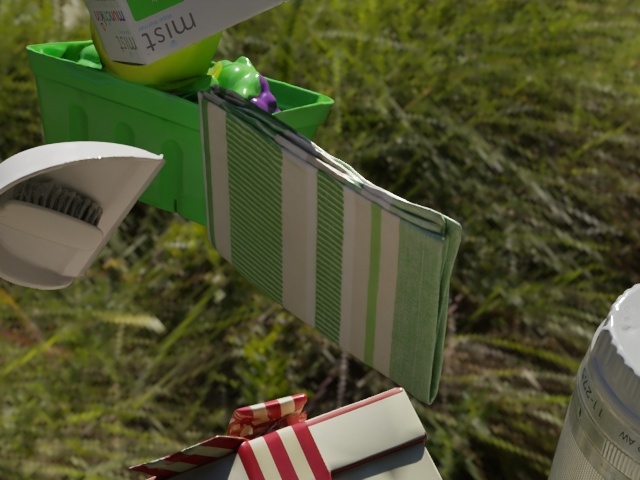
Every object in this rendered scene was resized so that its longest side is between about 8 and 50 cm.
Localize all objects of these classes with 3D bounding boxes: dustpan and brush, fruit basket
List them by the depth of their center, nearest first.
[{"bbox_3d":[-0.228,-0.023,0.949,0.147,0.211,0.060,-50,43,25],"label":"dustpan and brush"},{"bbox_3d":[-0.191,-0.235,1.674,0.392,0.392,0.283,-36,-9,33],"label":"fruit basket"}]

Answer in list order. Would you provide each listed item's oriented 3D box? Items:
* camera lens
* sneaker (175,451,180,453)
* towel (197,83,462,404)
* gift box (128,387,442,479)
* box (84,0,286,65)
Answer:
[{"bbox_3d":[0.322,0.198,1.139,0.219,0.219,0.274,-52,-25,-51],"label":"camera lens"},{"bbox_3d":[-0.133,0.280,1.269,0.063,0.074,0.170,-68,2,-51],"label":"sneaker"},{"bbox_3d":[0.000,0.000,1.317,0.038,0.325,0.248,-37,-35,-34],"label":"towel"},{"bbox_3d":[-0.025,0.274,0.970,0.276,0.258,0.255,-14,-32,-19],"label":"gift box"},{"bbox_3d":[-0.122,-0.327,1.264,0.262,0.231,0.127,-27,19,-20],"label":"box"}]
